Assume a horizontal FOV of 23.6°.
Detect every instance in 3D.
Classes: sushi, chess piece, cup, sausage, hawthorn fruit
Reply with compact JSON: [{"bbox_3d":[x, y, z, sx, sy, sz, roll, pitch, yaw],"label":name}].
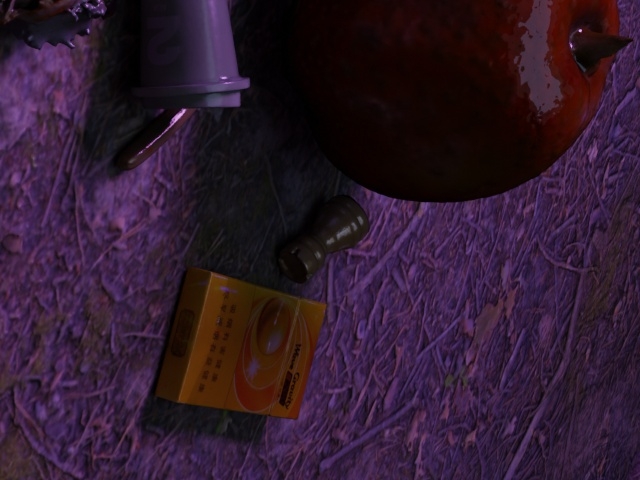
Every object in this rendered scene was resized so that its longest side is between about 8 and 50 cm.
[{"bbox_3d":[-0.216,-0.242,1.357,0.226,0.097,0.103,-53,147,-32],"label":"sushi"},{"bbox_3d":[0.000,0.000,1.878,0.122,0.066,0.066,-40,135,-39],"label":"chess piece"},{"bbox_3d":[-0.130,-0.200,1.516,0.120,0.120,0.141,-13,105,-58],"label":"cup"},{"bbox_3d":[-0.165,-0.112,1.576,0.132,0.024,0.024,-51,142,-39],"label":"sausage"},{"bbox_3d":[0.167,-0.240,1.738,0.403,0.403,0.403,-32,128,-51],"label":"hawthorn fruit"}]

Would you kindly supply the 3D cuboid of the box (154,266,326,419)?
[{"bbox_3d":[-0.088,0.125,1.789,0.269,0.043,0.152,21,84,-60],"label":"box"}]
